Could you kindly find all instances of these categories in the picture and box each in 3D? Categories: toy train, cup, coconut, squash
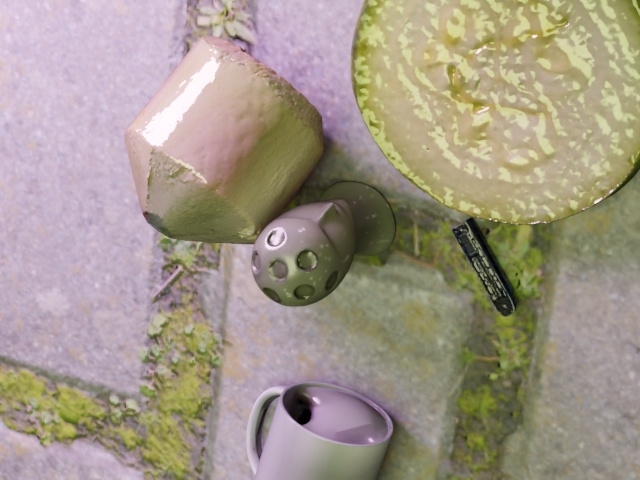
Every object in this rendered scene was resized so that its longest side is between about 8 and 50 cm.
[{"bbox_3d":[0.133,0.022,1.560,0.017,0.017,0.083,-30,89,31],"label":"toy train"},{"bbox_3d":[-0.006,0.188,1.642,0.099,0.136,0.133,11,113,-13],"label":"cup"},{"bbox_3d":[-0.083,-0.069,1.559,0.147,0.147,0.153,33,83,14],"label":"coconut"},{"bbox_3d":[0.142,-0.130,1.496,0.252,0.049,0.252,7,108,24],"label":"squash"}]

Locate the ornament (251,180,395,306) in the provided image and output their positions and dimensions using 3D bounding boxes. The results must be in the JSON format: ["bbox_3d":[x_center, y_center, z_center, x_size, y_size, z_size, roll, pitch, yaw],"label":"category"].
[{"bbox_3d":[0.000,0.000,1.539,0.075,0.156,0.081,33,116,14],"label":"ornament"}]
